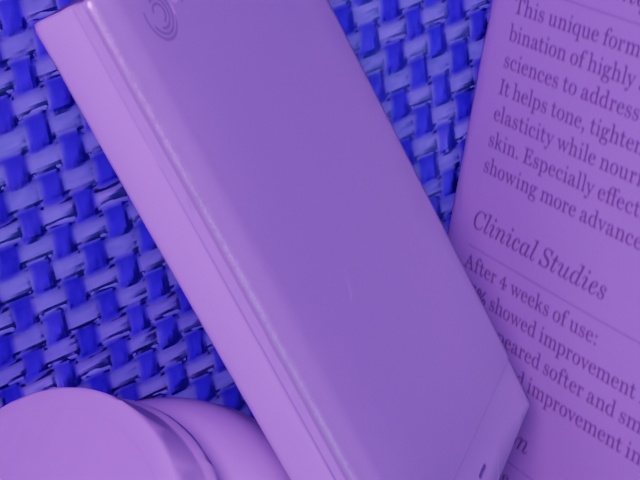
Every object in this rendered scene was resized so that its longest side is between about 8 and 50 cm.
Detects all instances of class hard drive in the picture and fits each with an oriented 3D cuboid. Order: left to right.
[{"bbox_3d":[0.000,0.000,0.714,0.307,0.040,0.203,62,29,-14],"label":"hard drive"}]

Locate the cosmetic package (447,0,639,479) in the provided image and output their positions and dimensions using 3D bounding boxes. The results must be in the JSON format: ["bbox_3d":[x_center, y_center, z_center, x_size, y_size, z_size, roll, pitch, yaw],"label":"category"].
[{"bbox_3d":[0.296,0.019,0.890,0.327,0.329,0.393,-3,113,-34],"label":"cosmetic package"}]

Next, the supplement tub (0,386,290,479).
[{"bbox_3d":[-0.045,0.214,0.776,0.316,0.228,0.228,33,89,-47],"label":"supplement tub"}]
